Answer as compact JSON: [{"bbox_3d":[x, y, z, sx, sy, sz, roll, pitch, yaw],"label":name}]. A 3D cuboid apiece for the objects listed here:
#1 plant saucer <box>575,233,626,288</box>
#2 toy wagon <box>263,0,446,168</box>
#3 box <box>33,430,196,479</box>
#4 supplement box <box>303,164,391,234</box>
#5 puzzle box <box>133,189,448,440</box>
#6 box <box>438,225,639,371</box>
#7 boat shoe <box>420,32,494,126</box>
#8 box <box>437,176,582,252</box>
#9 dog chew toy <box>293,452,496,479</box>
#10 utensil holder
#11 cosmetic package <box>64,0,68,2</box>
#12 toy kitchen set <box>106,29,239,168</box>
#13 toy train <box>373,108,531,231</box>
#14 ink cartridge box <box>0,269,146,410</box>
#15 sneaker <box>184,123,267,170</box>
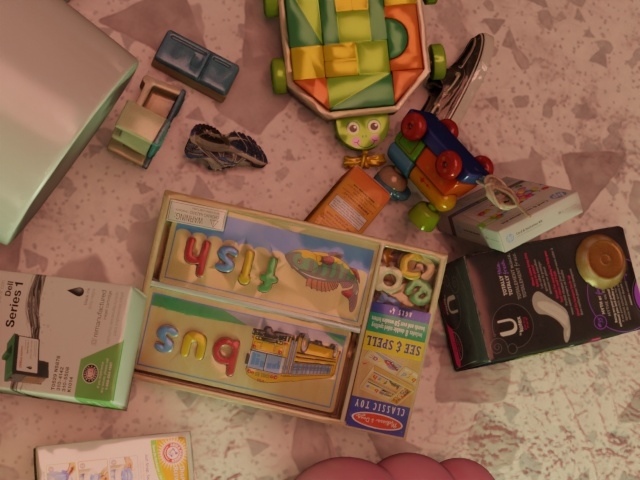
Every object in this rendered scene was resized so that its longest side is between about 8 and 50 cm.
[{"bbox_3d":[0.418,0.029,1.659,0.083,0.015,0.083,4,76,-15],"label":"plant saucer"},{"bbox_3d":[0.057,-0.281,1.707,0.267,0.068,0.344,-6,89,-5],"label":"toy wagon"},{"bbox_3d":[-0.277,0.318,1.507,0.203,0.114,0.103,-3,79,-17],"label":"box"},{"bbox_3d":[0.000,0.000,1.665,0.080,0.078,0.233,40,71,-6],"label":"supplement box"},{"bbox_3d":[-0.049,0.104,1.570,0.409,0.052,0.272,12,91,-1],"label":"puzzle box"},{"bbox_3d":[0.329,0.089,1.706,0.270,0.143,0.165,-10,81,-18],"label":"box"},{"bbox_3d":[0.205,-0.242,1.768,0.070,0.078,0.219,29,75,-10],"label":"boat shoe"},{"bbox_3d":[0.279,-0.042,1.695,0.145,0.186,0.038,-26,111,-18],"label":"box"},{"bbox_3d":[0.109,0.389,1.569,0.332,0.206,0.206,-8,82,-26],"label":"dog chew toy"},{"bbox_3d":[-0.478,-0.221,1.445,0.385,0.327,0.327,36,73,-10],"label":"utensil holder"},{"bbox_3d":[-0.372,-0.531,1.647,0.377,0.097,0.284,-39,90,-18],"label":"cosmetic package"},{"bbox_3d":[-0.200,-0.202,1.598,0.122,0.166,0.207,27,74,-10],"label":"toy kitchen set"},{"bbox_3d":[0.185,-0.067,1.655,0.105,0.143,0.248,2,42,-49],"label":"toy train"},{"bbox_3d":[-0.358,0.131,1.494,0.219,0.092,0.160,6,77,6],"label":"ink cartridge box"},{"bbox_3d":[-0.142,-0.130,1.666,0.135,0.058,0.052,17,38,-32],"label":"sneaker"}]
